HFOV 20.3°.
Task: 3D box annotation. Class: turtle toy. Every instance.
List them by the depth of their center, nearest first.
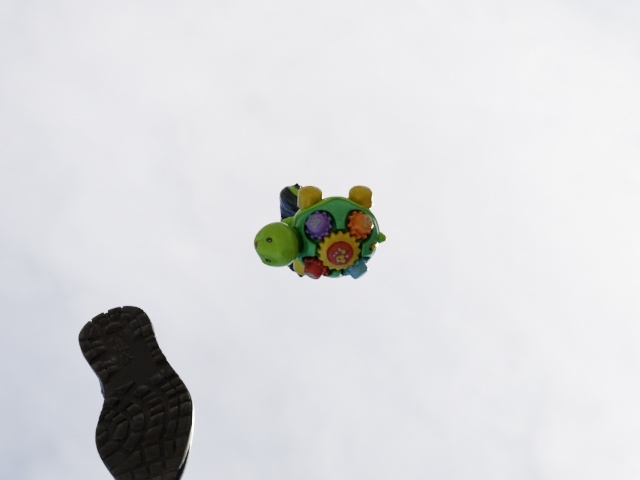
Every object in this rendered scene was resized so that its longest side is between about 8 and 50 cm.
[{"bbox_3d":[0.000,0.000,1.720,0.130,0.095,0.066,-1,-153,-8],"label":"turtle toy"}]

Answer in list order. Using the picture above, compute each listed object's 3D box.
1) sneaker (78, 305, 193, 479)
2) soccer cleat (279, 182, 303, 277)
[{"bbox_3d":[-0.179,0.195,1.911,0.107,0.124,0.283,-19,-144,-1],"label":"sneaker"},{"bbox_3d":[-0.020,-0.006,1.970,0.060,0.179,0.072,39,-99,20],"label":"soccer cleat"}]
